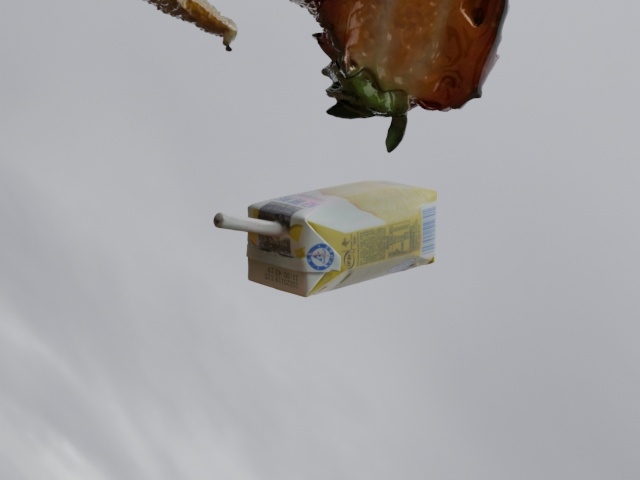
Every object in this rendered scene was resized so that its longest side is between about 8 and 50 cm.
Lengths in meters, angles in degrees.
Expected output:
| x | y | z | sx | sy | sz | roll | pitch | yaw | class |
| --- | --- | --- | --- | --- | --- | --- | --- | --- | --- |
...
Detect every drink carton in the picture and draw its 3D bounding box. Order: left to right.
| x | y | z | sx | sy | sz | roll | pitch | yaw | class |
| --- | --- | --- | --- | --- | --- | --- | --- | --- | --- |
| 0.000 | 0.000 | 0.951 | 0.084 | 0.200 | 0.074 | 17 | -68 | 44 | drink carton |

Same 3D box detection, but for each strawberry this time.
| x | y | z | sx | sy | sz | roll | pitch | yaw | class |
| --- | --- | --- | --- | --- | --- | --- | --- | --- | --- |
| 0.059 | -0.165 | 0.877 | 0.085 | 0.140 | 0.192 | -120 | -162 | -60 | strawberry |

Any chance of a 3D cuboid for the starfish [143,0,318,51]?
| x | y | z | sx | sy | sz | roll | pitch | yaw | class |
| --- | --- | --- | --- | --- | --- | --- | --- | --- | --- |
| -0.084 | -0.213 | 0.807 | 0.299 | 0.060 | 0.302 | 18 | -24 | -18 | starfish |
